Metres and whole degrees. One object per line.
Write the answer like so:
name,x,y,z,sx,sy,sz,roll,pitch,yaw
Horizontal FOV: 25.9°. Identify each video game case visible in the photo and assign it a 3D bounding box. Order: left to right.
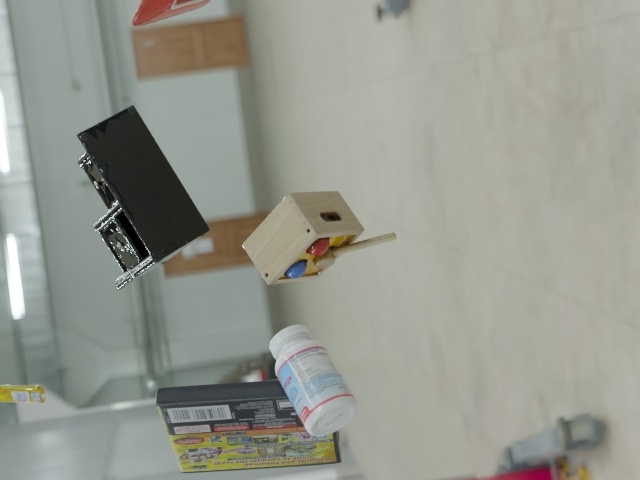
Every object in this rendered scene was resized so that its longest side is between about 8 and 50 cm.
video game case,-0.110,0.300,2.241,0.248,0.274,0.035,82,-176,-55

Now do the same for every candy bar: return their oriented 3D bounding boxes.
candy bar,-0.574,0.278,2.536,0.018,0.161,0.040,-54,-41,-61

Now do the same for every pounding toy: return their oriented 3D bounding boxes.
pounding toy,0.000,0.000,1.877,0.130,0.141,0.100,-46,66,30

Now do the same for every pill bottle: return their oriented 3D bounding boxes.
pill bottle,-0.015,0.208,2.091,0.160,0.087,0.087,58,162,32

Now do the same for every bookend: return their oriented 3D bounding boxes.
bookend,-0.211,-0.043,1.507,0.157,0.072,0.156,59,153,-2

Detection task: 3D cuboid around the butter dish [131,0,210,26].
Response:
butter dish,-0.137,-0.296,1.294,0.160,0.118,0.160,-54,-9,29
